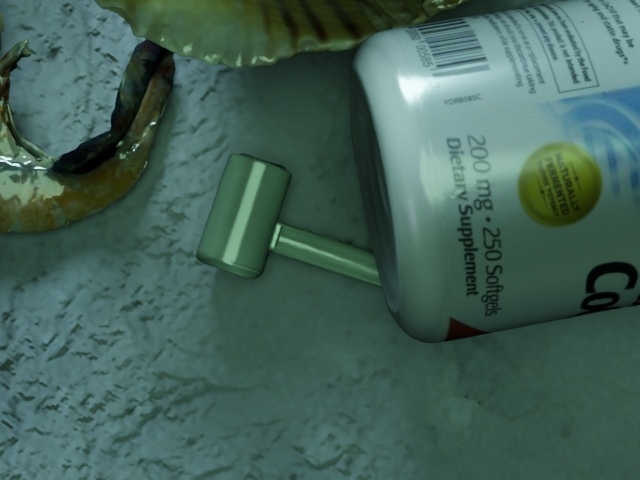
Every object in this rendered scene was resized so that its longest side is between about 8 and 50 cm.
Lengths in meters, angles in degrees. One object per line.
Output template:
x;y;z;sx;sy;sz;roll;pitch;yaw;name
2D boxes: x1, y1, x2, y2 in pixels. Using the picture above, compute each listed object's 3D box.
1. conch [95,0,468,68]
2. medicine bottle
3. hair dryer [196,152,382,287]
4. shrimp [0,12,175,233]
0.015;-0.230;0.709;0.324;0.186;0.263;-39;107;13;conch
0.167;-0.048;0.708;0.288;0.157;0.157;-10;88;-4;medicine bottle
0.000;0.000;0.771;0.124;0.038;0.063;18;88;-6;hair dryer
-0.157;-0.114;0.764;0.152;0.046;0.219;-7;92;0;shrimp
